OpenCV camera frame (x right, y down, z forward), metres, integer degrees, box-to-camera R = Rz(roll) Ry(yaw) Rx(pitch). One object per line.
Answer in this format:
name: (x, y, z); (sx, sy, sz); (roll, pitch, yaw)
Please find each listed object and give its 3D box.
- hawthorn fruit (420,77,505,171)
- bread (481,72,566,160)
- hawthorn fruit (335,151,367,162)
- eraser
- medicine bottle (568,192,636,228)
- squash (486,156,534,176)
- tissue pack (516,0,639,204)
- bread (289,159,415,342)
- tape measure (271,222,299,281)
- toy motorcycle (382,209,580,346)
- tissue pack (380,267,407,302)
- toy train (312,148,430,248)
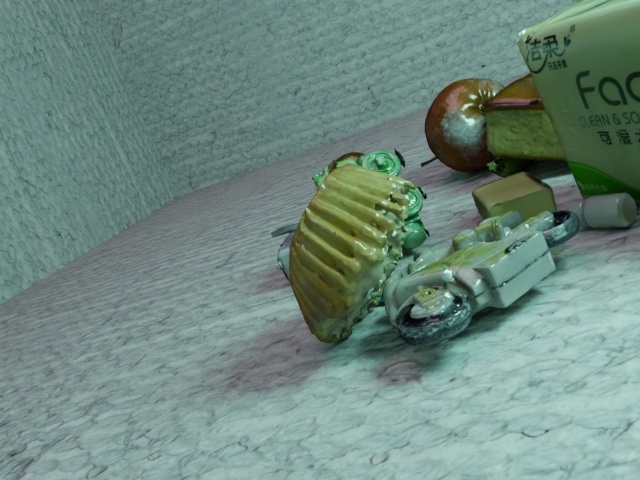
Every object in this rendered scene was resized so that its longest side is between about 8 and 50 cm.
hawthorn fruit: (0.377, -0.292, 1.729); (0.235, 0.231, 0.263); (-12, 18, -1)
bread: (0.553, -0.281, 1.469); (0.324, 0.143, 0.333); (7, 29, 34)
hawthorn fruit: (0.088, -0.165, 1.924); (0.149, 0.149, 0.189); (-26, -9, -15)
eraser: (0.356, -0.074, 1.277); (0.117, 0.058, 0.172); (-21, 13, 7)
medicine bottle: (0.430, -0.044, 1.052); (0.052, 0.052, 0.089); (-31, 16, -33)
squash: (0.451, -0.191, 1.567); (0.066, 0.066, 0.252); (-9, 19, 44)
tissue pack: (0.518, -0.213, 0.978); (0.205, 0.331, 0.405); (-31, 15, -16)
bread: (0.042, 0.017, 1.018); (0.149, 0.274, 0.274); (29, 31, 11)
tape measure: (-0.003, 0.000, 1.472); (0.196, 0.105, 0.178); (-24, 13, -2)
toy motorcycle: (0.203, 0.045, 0.965); (0.341, 0.107, 0.223); (-31, 13, -28)
tissue pack: (0.147, 0.065, 1.147); (0.085, 0.027, 0.138); (-9, 15, 45)
toy train: (0.098, -0.064, 1.348); (0.188, 0.132, 0.243); (-19, 51, -7)
